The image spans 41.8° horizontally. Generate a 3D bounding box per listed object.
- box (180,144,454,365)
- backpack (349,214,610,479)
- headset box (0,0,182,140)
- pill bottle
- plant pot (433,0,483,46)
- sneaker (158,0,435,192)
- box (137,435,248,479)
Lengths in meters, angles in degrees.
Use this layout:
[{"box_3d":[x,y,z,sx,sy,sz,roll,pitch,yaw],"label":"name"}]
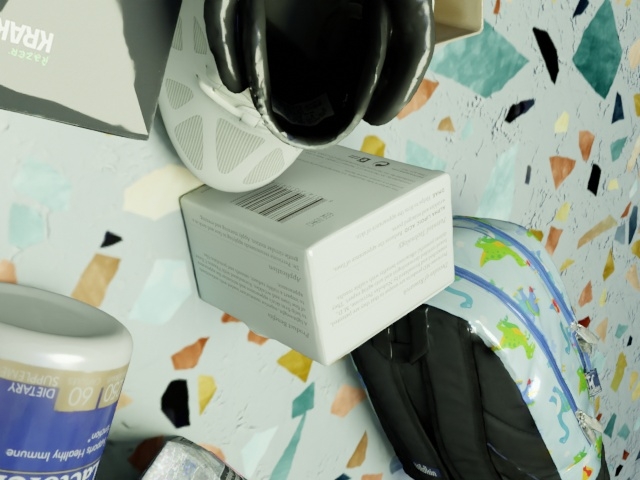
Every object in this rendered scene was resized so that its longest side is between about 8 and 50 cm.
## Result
[{"box_3d":[0.000,0.000,0.785,0.182,0.181,0.119,-29,125,-35],"label":"box"},{"box_3d":[0.173,0.144,0.972,0.355,0.290,0.273,48,62,-37],"label":"backpack"},{"box_3d":[-0.235,-0.153,0.417,0.246,0.283,0.131,8,100,-45],"label":"headset box"},{"box_3d":[-0.248,0.175,0.629,0.153,0.153,0.264,12,97,-47],"label":"pill bottle"},{"box_3d":[0.092,-0.256,0.837,0.109,0.096,0.109,-25,121,-36],"label":"plant pot"},{"box_3d":[-0.046,-0.123,0.540,0.447,0.169,0.257,114,-15,-52],"label":"sneaker"},{"box_3d":[-0.114,0.271,0.717,0.163,0.142,0.247,-54,179,-14],"label":"box"}]
